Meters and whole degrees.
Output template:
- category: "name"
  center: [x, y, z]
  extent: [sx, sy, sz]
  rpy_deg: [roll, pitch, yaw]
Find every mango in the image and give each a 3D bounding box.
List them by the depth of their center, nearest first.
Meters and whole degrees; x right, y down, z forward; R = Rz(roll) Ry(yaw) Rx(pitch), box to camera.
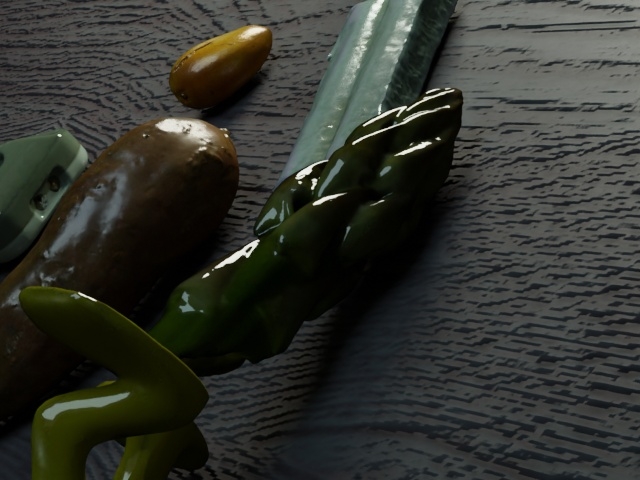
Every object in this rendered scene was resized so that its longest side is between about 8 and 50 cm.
- category: "mango"
  center: [-0.075, -0.136, 1.486]
  extent: [0.089, 0.046, 0.060]
  rpy_deg: [-37, 24, -3]

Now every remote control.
- category: "remote control"
  center: [-0.330, -0.024, 1.641]
  extent: [0.335, 0.065, 0.128]
  rpy_deg: [-11, 41, 47]

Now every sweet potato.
- category: "sweet potato"
  center: [-0.162, 0.023, 1.297]
  extent: [0.292, 0.097, 0.097]
  rpy_deg: [-47, 25, -10]

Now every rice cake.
- category: "rice cake"
  center: [0.031, -0.098, 1.279]
  extent: [0.085, 0.040, 0.226]
  rpy_deg: [-22, 31, 34]

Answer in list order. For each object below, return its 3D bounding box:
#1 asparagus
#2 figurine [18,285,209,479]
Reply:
- category: "asparagus"
  center: [0.000, 0.000, 1.110]
  extent: [0.080, 0.080, 0.287]
  rpy_deg: [-7, 34, 51]
- category: "figurine"
  center: [-0.230, 0.195, 0.996]
  extent: [0.284, 0.204, 0.338]
  rpy_deg: [13, 65, 27]
